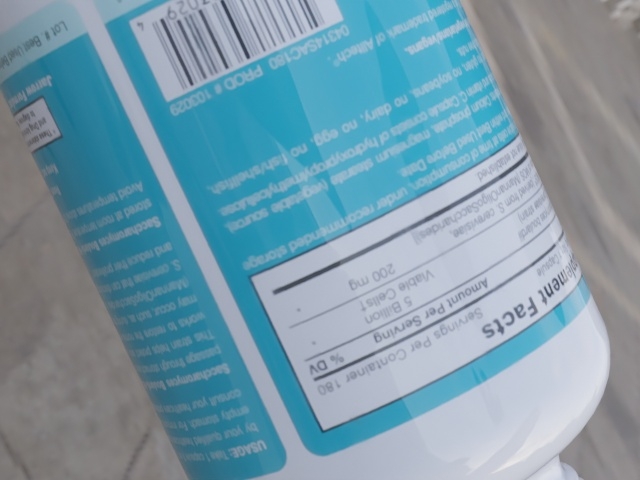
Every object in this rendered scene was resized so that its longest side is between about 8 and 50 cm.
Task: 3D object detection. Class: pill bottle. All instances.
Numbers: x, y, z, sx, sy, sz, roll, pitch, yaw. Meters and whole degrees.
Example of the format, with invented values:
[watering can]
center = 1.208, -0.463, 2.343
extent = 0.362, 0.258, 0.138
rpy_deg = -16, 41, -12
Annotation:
[pill bottle]
center = 0.000, 0.000, 0.527
extent = 0.264, 0.146, 0.146
rpy_deg = 66, 17, -6
